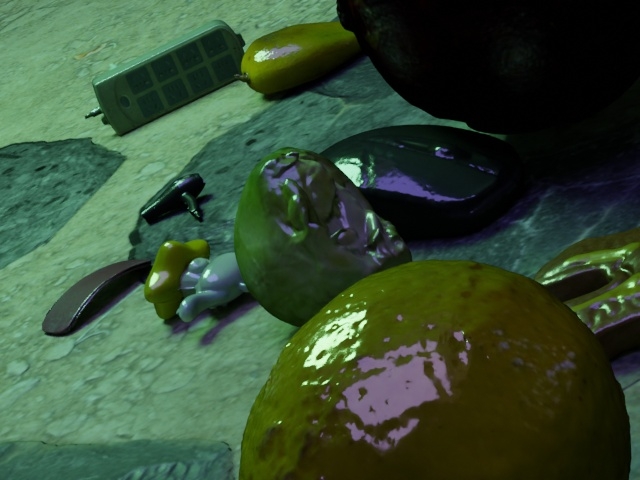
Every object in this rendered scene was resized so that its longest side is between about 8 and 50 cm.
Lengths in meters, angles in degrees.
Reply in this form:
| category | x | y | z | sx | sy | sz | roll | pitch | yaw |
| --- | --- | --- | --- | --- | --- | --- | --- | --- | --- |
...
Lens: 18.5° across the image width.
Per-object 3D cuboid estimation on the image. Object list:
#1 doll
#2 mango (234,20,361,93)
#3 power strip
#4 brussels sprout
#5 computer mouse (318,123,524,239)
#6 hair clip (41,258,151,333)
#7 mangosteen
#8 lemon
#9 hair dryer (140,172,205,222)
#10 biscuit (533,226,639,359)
| category | x | y | z | sx | sy | sz | roll | pitch | yaw |
| --- | --- | --- | --- | --- | --- | --- | --- | --- | --- |
| doll | -0.107 | 0.030 | 1.917 | 0.135 | 0.071 | 0.113 | -29 | 31 | -24 |
| mango | -0.019 | -0.230 | 2.400 | 0.187 | 0.066 | 0.101 | -19 | 22 | -10 |
| power strip | -0.197 | -0.204 | 2.488 | 0.227 | 0.080 | 0.029 | -27 | 28 | -5 |
| brussels sprout | -0.004 | 0.005 | 1.773 | 0.131 | 0.145 | 0.183 | -12 | 54 | -41 |
| computer mouse | 0.068 | -0.062 | 1.915 | 0.269 | 0.086 | 0.137 | -6 | 29 | 34 |
| hair clip | -0.234 | 0.052 | 2.040 | 0.137 | 0.022 | 0.054 | -39 | 24 | -32 |
| mangosteen | 0.213 | -0.277 | 1.906 | 0.421 | 0.381 | 0.381 | 13 | 34 | 14 |
| lemon | 0.070 | 0.148 | 1.239 | 0.253 | 0.253 | 0.310 | -12 | 30 | 27 |
| hair dryer | -0.155 | -0.035 | 2.155 | 0.079 | 0.031 | 0.083 | -36 | 31 | -1 |
| biscuit | 0.309 | 0.015 | 1.568 | 0.295 | 0.044 | 0.186 | -19 | 26 | 14 |
